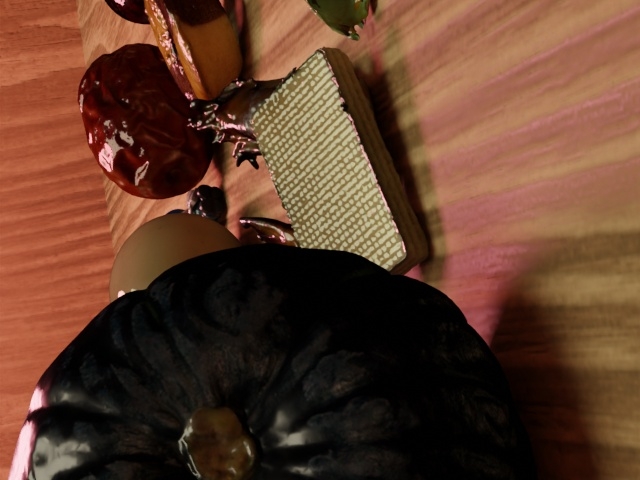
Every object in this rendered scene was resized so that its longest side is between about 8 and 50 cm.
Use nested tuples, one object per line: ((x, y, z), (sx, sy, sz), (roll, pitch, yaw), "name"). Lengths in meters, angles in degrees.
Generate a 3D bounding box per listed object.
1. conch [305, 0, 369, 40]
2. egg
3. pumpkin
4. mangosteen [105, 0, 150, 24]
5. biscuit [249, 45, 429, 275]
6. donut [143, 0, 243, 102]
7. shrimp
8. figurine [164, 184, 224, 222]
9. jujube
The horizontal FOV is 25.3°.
((-0.003, -0.252, 1.192), (0.170, 0.079, 0.106), (58, 163, 22), "conch")
((-0.172, 0.059, 1.785), (0.242, 0.185, 0.186), (-113, 18, -71), "egg")
((-0.031, 0.180, 0.955), (0.266, 0.363, 0.363), (71, -179, -58), "pumpkin")
((-0.210, -0.341, 1.829), (0.152, 0.152, 0.153), (172, 90, -76), "mangosteen")
((0.014, -0.049, 1.182), (0.121, 0.040, 0.199), (-41, 63, 46), "biscuit")
((-0.150, -0.242, 1.697), (0.166, 0.073, 0.184), (60, 167, 9), "donut")
((-0.029, -0.066, 1.314), (0.289, 0.075, 0.178), (0, 93, 50), "shrimp")
((-0.164, -0.028, 1.979), (0.136, 0.079, 0.077), (-41, 52, 46), "figurine")
((-0.241, -0.165, 1.955), (0.174, 0.174, 0.250), (98, 153, -47), "jujube")
